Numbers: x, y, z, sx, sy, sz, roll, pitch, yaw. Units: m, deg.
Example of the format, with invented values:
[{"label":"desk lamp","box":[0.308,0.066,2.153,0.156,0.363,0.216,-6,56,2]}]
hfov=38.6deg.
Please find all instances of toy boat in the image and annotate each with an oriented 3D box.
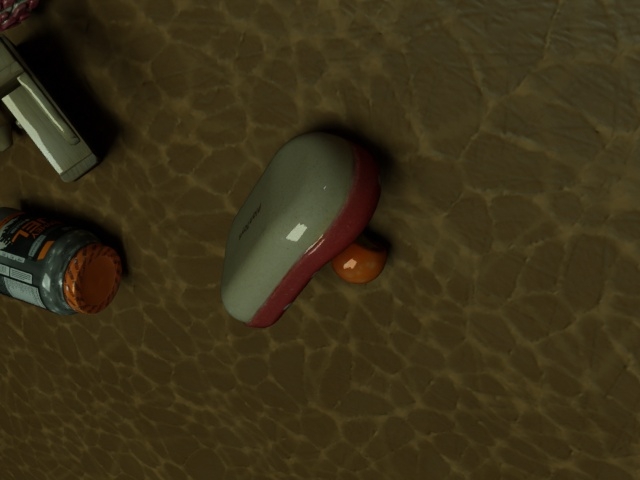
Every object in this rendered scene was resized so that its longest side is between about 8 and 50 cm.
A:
[{"label":"toy boat","box":[0.000,0.000,0.939,0.151,0.151,0.231,18,139,-19]}]

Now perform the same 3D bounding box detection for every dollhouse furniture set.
[{"label":"dollhouse furniture set","box":[-0.442,-0.054,1.022,0.174,0.355,0.303,53,173,-9]}]

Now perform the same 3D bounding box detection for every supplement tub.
[{"label":"supplement tub","box":[-0.365,0.030,1.207,0.190,0.117,0.117,14,129,25]}]

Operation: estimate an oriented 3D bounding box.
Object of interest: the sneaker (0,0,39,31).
[{"label":"sneaker","box":[-0.366,-0.357,0.939,0.112,0.120,0.299,45,146,42]}]
